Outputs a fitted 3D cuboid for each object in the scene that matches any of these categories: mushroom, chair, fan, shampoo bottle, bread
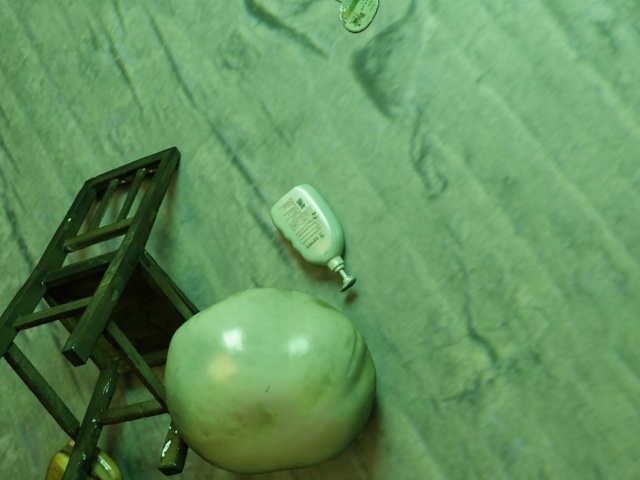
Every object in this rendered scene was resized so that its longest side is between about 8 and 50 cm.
[{"bbox_3d":[-0.067,0.162,1.007,0.254,0.234,0.260,-39,116,11],"label":"mushroom"},{"bbox_3d":[-0.271,0.097,1.124,0.203,0.416,0.240,-17,123,23],"label":"chair"},{"bbox_3d":[0.042,-0.315,1.097,0.080,0.003,0.060,3,86,24],"label":"fan"},{"bbox_3d":[0.000,0.000,1.068,0.077,0.045,0.152,-42,69,14],"label":"shampoo bottle"},{"bbox_3d":[-0.347,0.384,1.156,0.116,0.077,0.200,31,124,13],"label":"bread"}]
